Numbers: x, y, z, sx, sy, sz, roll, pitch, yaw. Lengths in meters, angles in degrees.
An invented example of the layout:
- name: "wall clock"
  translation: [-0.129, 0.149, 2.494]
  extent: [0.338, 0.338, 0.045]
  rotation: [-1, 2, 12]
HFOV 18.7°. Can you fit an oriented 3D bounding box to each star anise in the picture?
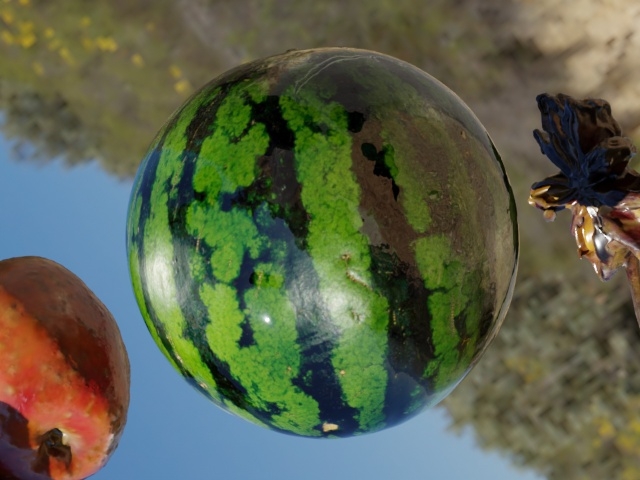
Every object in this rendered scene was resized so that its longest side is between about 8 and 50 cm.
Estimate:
- name: "star anise"
  translation: [0.230, -0.019, 1.590]
  extent: [0.177, 0.073, 0.234]
  rotation: [-135, 32, -55]

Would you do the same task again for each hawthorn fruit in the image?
- name: "hawthorn fruit"
  translation: [-0.229, 0.108, 1.489]
  extent: [0.189, 0.189, 0.189]
  rotation: [54, -175, -7]

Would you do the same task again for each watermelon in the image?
- name: "watermelon"
  translation: [0.000, 0.000, 1.390]
  extent: [0.285, 0.285, 0.285]
  rotation: [54, -175, -7]
